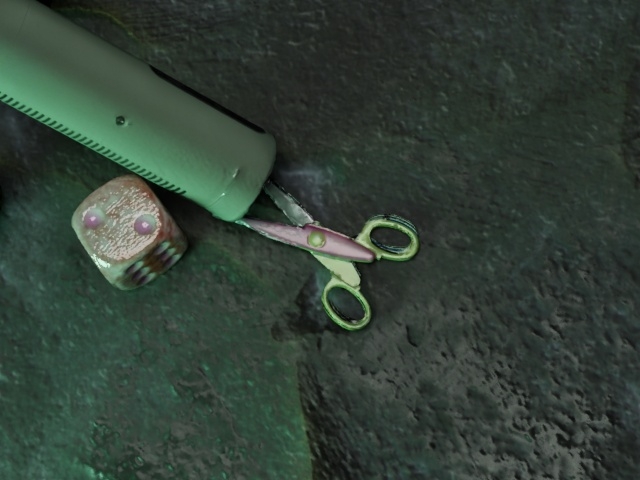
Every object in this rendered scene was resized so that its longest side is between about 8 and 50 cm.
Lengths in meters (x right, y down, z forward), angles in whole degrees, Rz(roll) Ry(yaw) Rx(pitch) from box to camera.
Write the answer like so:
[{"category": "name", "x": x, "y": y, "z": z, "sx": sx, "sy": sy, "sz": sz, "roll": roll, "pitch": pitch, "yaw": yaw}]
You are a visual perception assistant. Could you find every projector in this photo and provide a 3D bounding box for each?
[{"category": "projector", "x": -0.208, "y": -0.137, "z": 1.618, "sx": 0.338, "sy": 0.108, "sz": 0.108, "roll": 28, "pitch": 77, "yaw": -24}]

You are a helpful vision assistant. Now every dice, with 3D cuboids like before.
[{"category": "dice", "x": -0.200, "y": -0.008, "z": 1.679, "sx": 0.094, "sy": 0.093, "sz": 0.091, "roll": -37, "pitch": 73, "yaw": -2}]

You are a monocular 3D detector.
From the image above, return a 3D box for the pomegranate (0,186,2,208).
[{"category": "pomegranate", "x": -0.411, "y": -0.046, "z": 1.717, "sx": 0.161, "sy": 0.122, "sz": 0.122, "roll": 13, "pitch": 75, "yaw": 42}]

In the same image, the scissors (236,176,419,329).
[{"category": "scissors", "x": 0.000, "y": 0.000, "z": 1.687, "sx": 0.187, "sy": 0.020, "sz": 0.133, "roll": 31, "pitch": 77, "yaw": 13}]

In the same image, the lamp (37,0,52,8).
[{"category": "lamp", "x": -0.403, "y": -0.300, "z": 1.714, "sx": 0.305, "sy": 0.240, "sz": 0.305, "roll": -34, "pitch": 33, "yaw": 26}]
